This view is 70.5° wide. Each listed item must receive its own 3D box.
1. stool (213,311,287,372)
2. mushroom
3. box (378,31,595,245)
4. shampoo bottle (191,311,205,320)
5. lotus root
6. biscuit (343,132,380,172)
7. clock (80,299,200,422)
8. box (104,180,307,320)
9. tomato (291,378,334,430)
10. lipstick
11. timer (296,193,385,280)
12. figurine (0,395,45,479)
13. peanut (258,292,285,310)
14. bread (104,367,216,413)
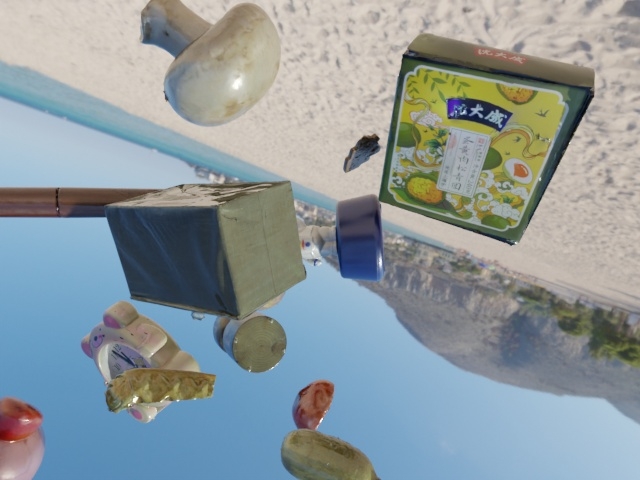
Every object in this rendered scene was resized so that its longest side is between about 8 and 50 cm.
[{"bbox_3d":[-0.239,0.317,1.503,0.179,0.179,0.264,17,174,-26],"label":"stool"},{"bbox_3d":[-0.243,-0.411,0.987,0.290,0.297,0.297,45,174,-22],"label":"mushroom"},{"bbox_3d":[0.350,-0.223,1.055,0.373,0.420,0.138,20,-134,16],"label":"box"},{"bbox_3d":[-0.485,0.281,1.825,0.064,0.057,0.207,29,148,-8],"label":"shampoo bottle"},{"bbox_3d":[0.022,0.360,0.727,0.183,0.077,0.090,21,175,9],"label":"lotus root"},{"bbox_3d":[0.104,-0.231,1.196,0.019,0.130,0.119,52,-162,23],"label":"biscuit"},{"bbox_3d":[-0.513,0.337,1.268,0.309,0.284,0.114,46,-147,-3],"label":"clock"},{"bbox_3d":[-0.159,0.003,0.647,0.231,0.148,0.155,4,-159,35],"label":"box"},{"bbox_3d":[-0.030,0.421,1.173,0.069,0.155,0.155,32,-178,-8],"label":"tomato"},{"bbox_3d":[-0.406,-0.067,0.805,0.357,0.057,0.057,-2,-170,-17],"label":"lipstick"},{"bbox_3d":[0.000,0.000,1.410,0.384,0.270,0.270,-3,-178,5],"label":"timer"},{"bbox_3d":[-0.708,0.442,0.972,0.270,0.261,0.211,9,166,14],"label":"figurine"},{"bbox_3d":[-0.150,0.086,0.906,0.108,0.095,0.226,59,-162,21],"label":"peanut"},{"bbox_3d":[-0.347,0.322,0.999,0.232,0.087,0.128,7,171,-32],"label":"bread"}]
